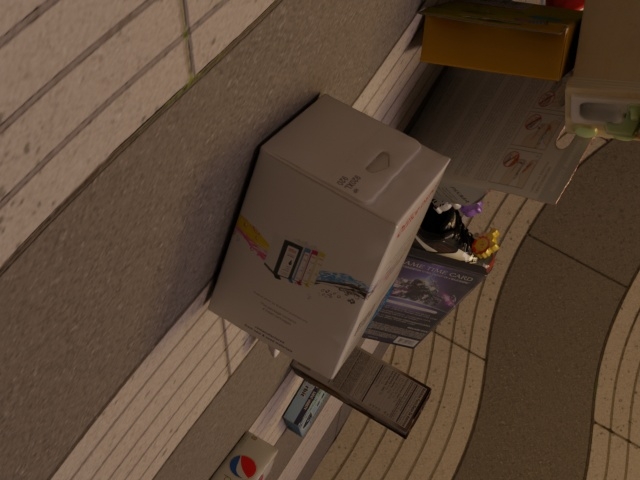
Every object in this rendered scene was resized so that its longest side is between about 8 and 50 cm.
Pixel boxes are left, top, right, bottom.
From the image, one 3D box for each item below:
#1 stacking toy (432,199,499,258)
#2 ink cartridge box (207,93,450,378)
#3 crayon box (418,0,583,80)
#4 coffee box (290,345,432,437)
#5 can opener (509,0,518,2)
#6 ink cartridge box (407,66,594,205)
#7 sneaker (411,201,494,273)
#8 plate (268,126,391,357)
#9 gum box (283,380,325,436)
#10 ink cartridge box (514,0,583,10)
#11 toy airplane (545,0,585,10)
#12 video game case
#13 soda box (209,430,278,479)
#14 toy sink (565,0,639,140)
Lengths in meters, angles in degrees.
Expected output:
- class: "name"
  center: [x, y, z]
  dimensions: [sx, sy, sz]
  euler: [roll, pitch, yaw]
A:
- class: "stacking toy"
  center: [0.268, -0.101, 2.036]
  dimensions: [0.167, 0.052, 0.221]
  euler: [43, 46, -43]
- class: "ink cartridge box"
  center: [0.008, -0.008, 1.259]
  dimensions: [0.171, 0.168, 0.233]
  euler: [-48, 164, -52]
- class: "crayon box"
  center: [0.267, -0.294, 1.637]
  dimensions: [0.318, 0.202, 0.081]
  euler: [-35, 134, -65]
- class: "coffee box"
  center: [0.077, 0.264, 2.114]
  dimensions: [0.098, 0.246, 0.141]
  euler: [-59, 170, -10]
- class: "can opener"
  center: [0.421, -0.470, 2.279]
  dimensions: [0.280, 0.074, 0.093]
  euler: [-46, 161, -56]
- class: "ink cartridge box"
  center: [0.326, -0.195, 1.843]
  dimensions: [0.091, 0.385, 0.308]
  euler: [40, 76, -37]
- class: "sneaker"
  center: [0.230, -0.004, 2.080]
  dimensions: [0.135, 0.276, 0.098]
  euler: [-40, -140, 40]
- class: "plate"
  center: [0.000, 0.000, 1.593]
  dimensions: [0.278, 0.045, 0.277]
  euler: [-55, 169, -29]
- class: "gum box"
  center: [-0.019, 0.332, 2.411]
  dimensions: [0.157, 0.041, 0.184]
  euler: [-58, 170, -13]
- class: "ink cartridge box"
  center: [0.440, -0.485, 2.134]
  dimensions: [0.090, 0.143, 0.092]
  euler: [-53, 167, -37]
- class: "toy airplane"
  center: [0.474, -0.562, 1.716]
  dimensions: [0.384, 0.272, 0.386]
  euler: [108, 6, -67]
- class: "video game case"
  center: [0.157, 0.110, 2.126]
  dimensions: [0.274, 0.196, 0.026]
  euler: [127, -31, -44]
- class: "soda box"
  center: [-0.156, 0.429, 1.933]
  dimensions: [0.216, 0.069, 0.074]
  euler: [-50, 166, -47]
- class: "toy sink"
  center: [0.418, -0.223, 1.599]
  dimensions: [0.153, 0.131, 0.234]
  euler: [57, 43, -67]
